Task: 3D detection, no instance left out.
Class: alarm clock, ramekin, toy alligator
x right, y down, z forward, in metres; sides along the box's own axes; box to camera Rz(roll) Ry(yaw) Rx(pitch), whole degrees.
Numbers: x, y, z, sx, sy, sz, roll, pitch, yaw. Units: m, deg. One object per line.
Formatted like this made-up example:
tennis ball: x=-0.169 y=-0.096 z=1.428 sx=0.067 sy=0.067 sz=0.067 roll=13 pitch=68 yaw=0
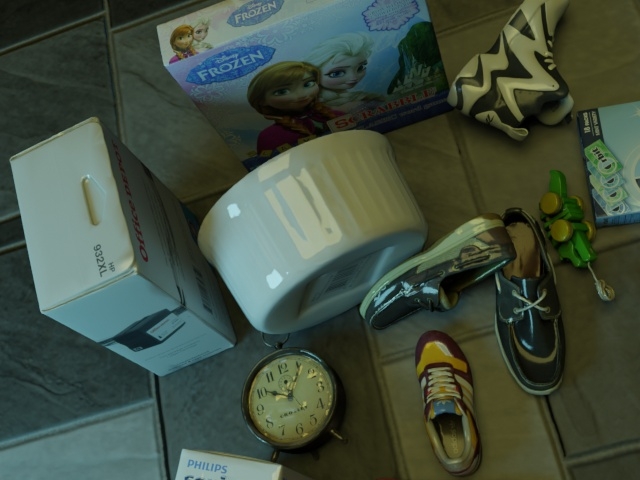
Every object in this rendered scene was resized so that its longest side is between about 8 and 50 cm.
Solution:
alarm clock: x=-0.038 y=0.190 z=1.137 sx=0.129 sy=0.064 sz=0.192 roll=-21 pitch=67 yaw=8
ramekin: x=0.000 y=0.000 z=1.094 sx=0.277 sy=0.277 sz=0.135 roll=-31 pitch=71 yaw=3
toy alligator: x=0.316 y=0.000 z=1.117 sx=0.051 sy=0.056 sz=0.190 roll=-42 pitch=54 yaw=46

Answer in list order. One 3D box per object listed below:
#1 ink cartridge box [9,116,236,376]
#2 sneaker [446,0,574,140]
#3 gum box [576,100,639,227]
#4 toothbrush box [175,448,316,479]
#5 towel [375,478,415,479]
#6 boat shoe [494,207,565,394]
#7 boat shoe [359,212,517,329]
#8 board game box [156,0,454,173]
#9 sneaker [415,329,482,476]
ink cartridge box: x=-0.245 y=0.021 z=1.132 sx=0.129 sy=0.307 sz=0.223 roll=-24 pitch=63 yaw=6
sneaker: x=0.301 y=-0.230 z=1.196 sx=0.153 sy=0.094 sz=0.235 roll=40 pitch=69 yaw=12
gum box: x=0.435 y=-0.106 z=1.126 sx=0.184 sy=0.041 sz=0.157 roll=-8 pitch=67 yaw=12
toothbrush box: x=-0.095 y=0.402 z=0.985 sx=0.126 sy=0.216 sz=0.296 roll=4 pitch=69 yaw=18
towel: x=0.147 y=0.415 z=1.009 sx=0.198 sy=0.031 sz=0.275 roll=-1 pitch=69 yaw=17
boat shoe: x=0.254 y=0.073 z=1.090 sx=0.083 sy=0.079 sz=0.233 roll=-7 pitch=68 yaw=12
boat shoe: x=0.146 y=0.054 z=1.101 sx=0.223 sy=0.080 sz=0.073 roll=-38 pitch=57 yaw=21
board game box: x=-0.002 y=-0.222 z=1.152 sx=0.318 sy=0.318 sz=0.066 roll=-19 pitch=65 yaw=10
sneaker: x=0.155 y=0.190 z=1.067 sx=0.069 sy=0.084 sz=0.186 roll=-18 pitch=65 yaw=9
